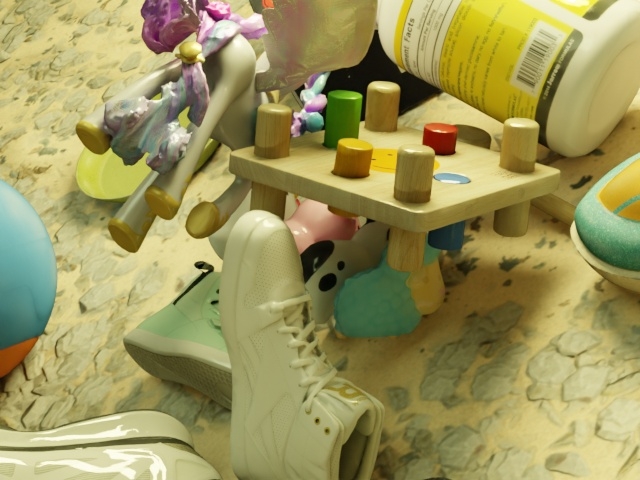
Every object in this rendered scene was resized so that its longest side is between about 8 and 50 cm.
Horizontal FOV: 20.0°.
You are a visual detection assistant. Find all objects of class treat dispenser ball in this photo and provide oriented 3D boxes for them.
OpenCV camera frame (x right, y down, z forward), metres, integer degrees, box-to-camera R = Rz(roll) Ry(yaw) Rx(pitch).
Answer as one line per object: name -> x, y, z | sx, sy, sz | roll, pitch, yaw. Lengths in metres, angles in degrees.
treat dispenser ball -> -0.467, 0.046, 2.219 | 0.288, 0.288, 0.288 | -22, 36, 17

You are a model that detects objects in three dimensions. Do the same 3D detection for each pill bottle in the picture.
pill bottle -> 0.188, -0.244, 2.021 | 0.334, 0.188, 0.188 | 32, 67, 23

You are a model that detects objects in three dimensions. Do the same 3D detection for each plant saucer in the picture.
plant saucer -> -0.219, -0.130, 2.454 | 0.241, 0.037, 0.241 | -22, 36, 17

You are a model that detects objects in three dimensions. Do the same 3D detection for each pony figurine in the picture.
pony figurine -> -0.105, -0.189, 1.975 | 0.303, 0.351, 0.363 | 28, 63, 23

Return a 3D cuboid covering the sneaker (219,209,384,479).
sneaker -> -0.008, 0.120, 1.797 | 0.169, 0.292, 0.108 | 12, 22, 41

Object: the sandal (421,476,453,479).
sandal -> 0.071, 0.296, 1.705 | 0.179, 0.040, 0.067 | -51, 30, 1

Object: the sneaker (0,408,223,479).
sneaker -> -0.269, 0.294, 1.736 | 0.447, 0.169, 0.257 | -10, 29, -30

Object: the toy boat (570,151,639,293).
toy boat -> 0.375, -0.086, 1.817 | 0.267, 0.148, 0.318 | -13, 40, 27

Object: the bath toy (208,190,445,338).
bath toy -> 0.000, 0.000, 2.035 | 0.151, 0.129, 0.348 | -1, 17, -33

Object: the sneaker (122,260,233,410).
sneaker -> -0.097, 0.100, 2.025 | 0.256, 0.094, 0.151 | 17, 55, 47

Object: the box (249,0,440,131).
box -> 0.089, -0.331, 2.323 | 0.343, 0.179, 0.312 | -29, 33, 6

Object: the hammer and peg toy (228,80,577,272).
hammer and peg toy -> 0.117, -0.082, 1.904 | 0.266, 0.127, 0.361 | 19, 23, 37
